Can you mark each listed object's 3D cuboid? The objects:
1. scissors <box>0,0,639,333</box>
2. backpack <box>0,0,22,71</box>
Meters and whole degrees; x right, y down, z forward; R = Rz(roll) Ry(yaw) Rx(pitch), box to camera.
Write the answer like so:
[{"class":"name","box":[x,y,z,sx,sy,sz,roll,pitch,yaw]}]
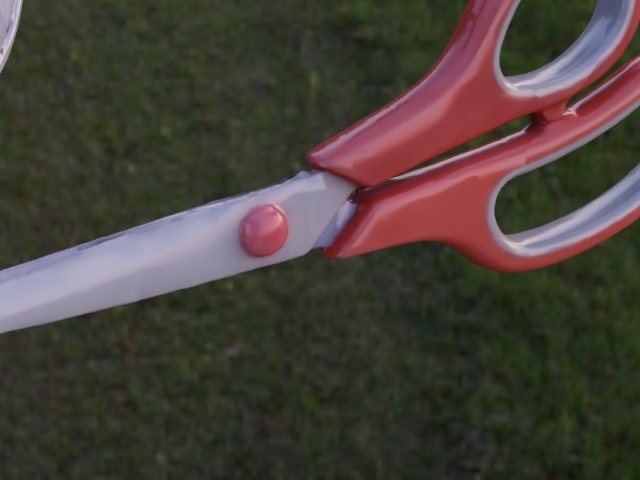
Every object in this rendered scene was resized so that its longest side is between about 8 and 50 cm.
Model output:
[{"class":"scissors","box":[0.000,0.000,0.577,0.297,0.109,0.021,-32,31,-23]},{"class":"backpack","box":[-0.219,-0.104,0.672,0.213,0.263,0.276,-8,37,14]}]
